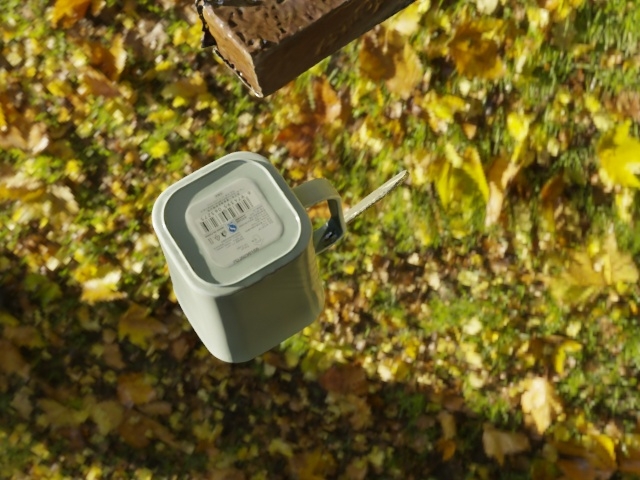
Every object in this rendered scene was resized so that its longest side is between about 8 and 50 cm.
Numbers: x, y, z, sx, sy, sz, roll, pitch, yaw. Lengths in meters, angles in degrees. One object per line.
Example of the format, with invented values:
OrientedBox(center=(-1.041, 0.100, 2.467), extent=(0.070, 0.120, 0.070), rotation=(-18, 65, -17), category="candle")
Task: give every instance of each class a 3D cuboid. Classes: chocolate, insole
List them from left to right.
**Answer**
OrientedBox(center=(0.000, 0.000, 1.082), extent=(0.248, 0.081, 0.011), rotation=(-37, 95, 22), category="insole")
OrientedBox(center=(0.012, -0.296, 1.197), extent=(0.112, 0.321, 0.112), rotation=(55, 172, 21), category="chocolate")

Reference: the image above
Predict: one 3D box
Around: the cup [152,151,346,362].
OrientedBox(center=(-0.039, 0.006, 0.674), extent=(0.095, 0.128, 0.129), rotation=(57, 168, 20), category="cup")
